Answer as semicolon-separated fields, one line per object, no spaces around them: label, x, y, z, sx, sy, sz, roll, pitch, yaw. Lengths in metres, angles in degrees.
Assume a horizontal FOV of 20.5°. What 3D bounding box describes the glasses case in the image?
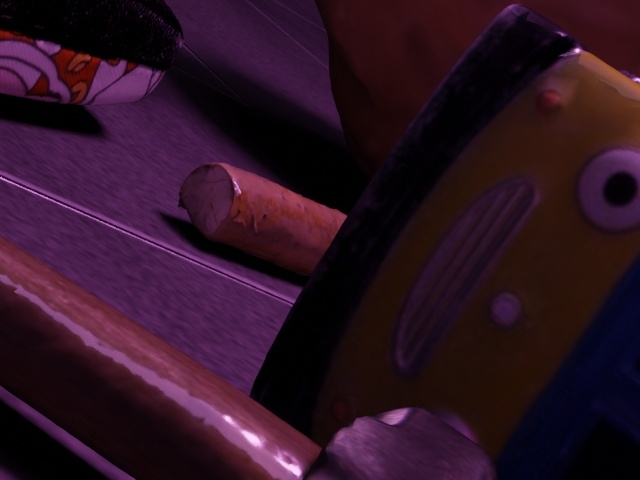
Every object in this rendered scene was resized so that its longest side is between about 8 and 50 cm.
glasses case;-0.133;-0.097;0.595;0.103;0.067;0.266;39;10;19

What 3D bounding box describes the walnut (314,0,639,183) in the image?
walnut;0.183;-0.125;0.947;0.383;0.383;0.383;33;10;-6

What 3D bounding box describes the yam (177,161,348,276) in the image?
yam;0.000;0.000;0.674;0.032;0.032;0.145;41;12;34

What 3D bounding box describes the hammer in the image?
hammer;-0.123;-0.021;0.368;0.365;0.043;0.111;33;11;5

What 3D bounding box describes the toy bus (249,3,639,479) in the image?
toy bus;0.129;0.054;0.523;0.175;0.138;0.287;39;10;31
